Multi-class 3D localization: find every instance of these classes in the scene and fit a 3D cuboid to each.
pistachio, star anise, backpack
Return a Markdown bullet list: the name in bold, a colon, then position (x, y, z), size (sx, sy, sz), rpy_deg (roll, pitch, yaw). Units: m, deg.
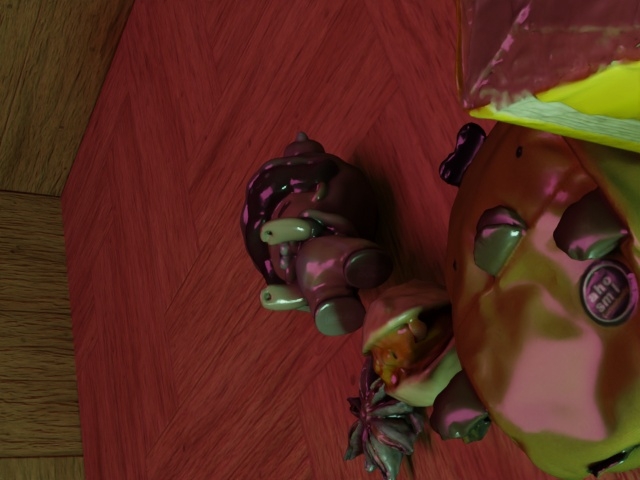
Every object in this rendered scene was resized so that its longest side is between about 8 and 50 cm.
- **pistachio**: position (0.124, 0.118, 1.062), size (0.229, 0.157, 0.157), rpy_deg (13, -98, -76)
- **star anise**: position (0.084, 0.240, 1.256), size (0.182, 0.065, 0.195), rpy_deg (152, 116, -62)
- **backpack**: position (0.244, 0.033, 0.865), size (0.354, 0.201, 0.378), rpy_deg (-63, 35, 30)

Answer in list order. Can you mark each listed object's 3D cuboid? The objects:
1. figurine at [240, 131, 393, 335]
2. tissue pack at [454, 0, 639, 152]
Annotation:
- **figurine**: position (0.000, 0.000, 1.274), size (0.380, 0.203, 0.248), rpy_deg (-121, 34, -67)
- **tissue pack**: position (0.298, -0.206, 0.628), size (0.228, 0.381, 0.293), rpy_deg (-18, 69, 56)
